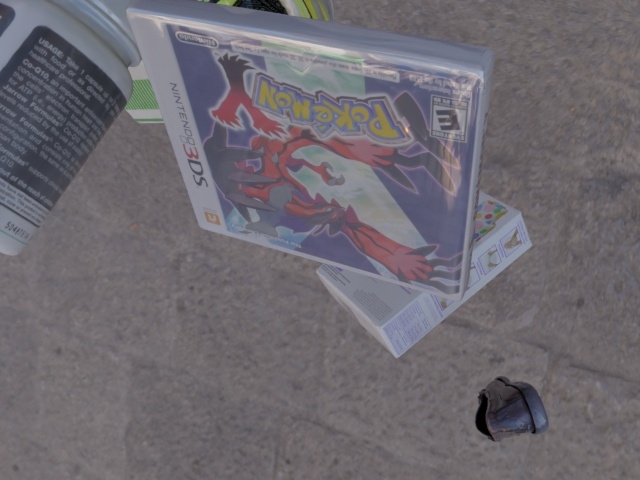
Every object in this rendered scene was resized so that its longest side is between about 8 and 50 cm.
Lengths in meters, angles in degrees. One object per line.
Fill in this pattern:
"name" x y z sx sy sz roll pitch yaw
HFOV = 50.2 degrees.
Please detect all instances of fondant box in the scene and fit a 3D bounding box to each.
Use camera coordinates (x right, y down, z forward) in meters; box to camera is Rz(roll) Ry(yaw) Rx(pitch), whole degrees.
"fondant box" 0.188 0.033 1.279 0.330 0.238 0.096 -39 126 -8

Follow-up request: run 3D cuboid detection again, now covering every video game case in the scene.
"video game case" -0.005 -0.049 0.410 0.201 0.023 0.184 15 143 19

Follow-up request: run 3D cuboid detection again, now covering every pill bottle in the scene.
"pill bottle" -0.371 -0.181 0.868 0.204 0.204 0.361 29 79 15

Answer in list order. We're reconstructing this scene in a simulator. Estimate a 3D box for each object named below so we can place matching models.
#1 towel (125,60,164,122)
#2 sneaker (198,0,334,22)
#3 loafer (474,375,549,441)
"towel" -0.346 -0.334 1.248 0.247 0.038 0.325 8 149 35
"sneaker" -0.137 -0.322 0.746 0.384 0.147 0.145 26 125 -25
"loafer" 0.303 0.296 1.178 0.095 0.302 0.109 -18 76 -3
